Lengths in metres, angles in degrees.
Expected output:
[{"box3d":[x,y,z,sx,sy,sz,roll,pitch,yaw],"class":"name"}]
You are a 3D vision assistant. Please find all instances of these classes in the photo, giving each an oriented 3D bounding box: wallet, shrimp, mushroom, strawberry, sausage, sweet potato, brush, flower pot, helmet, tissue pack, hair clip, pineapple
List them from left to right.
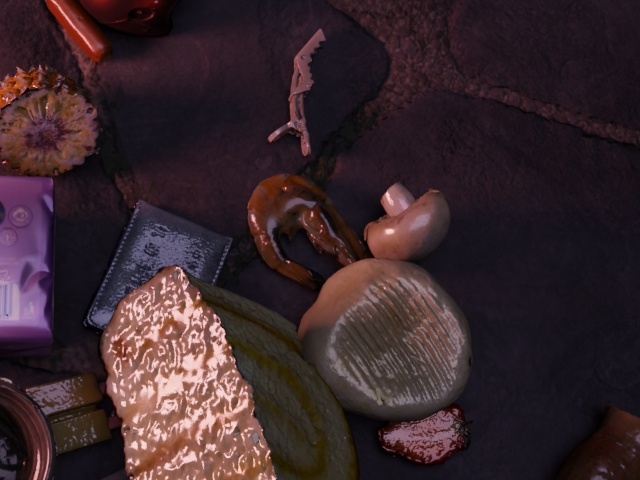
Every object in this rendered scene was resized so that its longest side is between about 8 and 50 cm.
[{"box3d":[-0.538,0.038,1.631,0.338,0.160,0.242,2,72,-13],"class":"tissue pack"},{"box3d":[-0.470,0.299,1.582,0.235,0.140,0.235,5,71,-15],"class":"flower pot"},{"box3d":[-0.422,-0.193,1.758,0.176,0.161,0.137,-15,41,-15],"class":"pineapple"},{"box3d":[-0.372,-0.332,1.846,0.131,0.041,0.039,49,55,2],"class":"sausage"},{"box3d":[-0.299,0.234,1.700,0.233,0.047,0.103,-13,78,-26],"class":"brush"},{"box3d":[-0.288,-0.424,1.830,0.216,0.193,0.189,-12,72,26],"class":"helmet"},{"box3d":[-0.239,0.063,1.769,0.167,0.036,0.222,24,69,-7],"class":"wallet"},{"box3d":[-0.036,-0.246,1.915,0.072,0.034,0.226,11,71,-11],"class":"hair clip"},{"box3d":[-0.014,0.008,1.834,0.145,0.059,0.254,-34,85,-18],"class":"shrimp"},{"box3d":[0.136,-0.029,1.832,0.154,0.154,0.122,-29,89,-21],"class":"mushroom"},{"box3d":[0.158,0.290,1.804,0.152,0.048,0.103,-4,81,-6],"class":"strawberry"},{"box3d":[0.402,0.395,1.798,0.131,0.131,0.336,44,67,1],"class":"sweet potato"}]

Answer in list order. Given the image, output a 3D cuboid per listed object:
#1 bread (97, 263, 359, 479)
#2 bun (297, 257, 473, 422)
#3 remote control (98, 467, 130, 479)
[{"box3d":[-0.114,0.242,1.625,0.264,0.239,0.395,15,47,-52],"class":"bread"},{"box3d":[0.090,0.149,1.770,0.259,0.160,0.259,0,86,-7],"class":"bun"},{"box3d":[-0.262,0.338,1.610,0.067,0.029,0.261,39,32,23],"class":"remote control"}]
